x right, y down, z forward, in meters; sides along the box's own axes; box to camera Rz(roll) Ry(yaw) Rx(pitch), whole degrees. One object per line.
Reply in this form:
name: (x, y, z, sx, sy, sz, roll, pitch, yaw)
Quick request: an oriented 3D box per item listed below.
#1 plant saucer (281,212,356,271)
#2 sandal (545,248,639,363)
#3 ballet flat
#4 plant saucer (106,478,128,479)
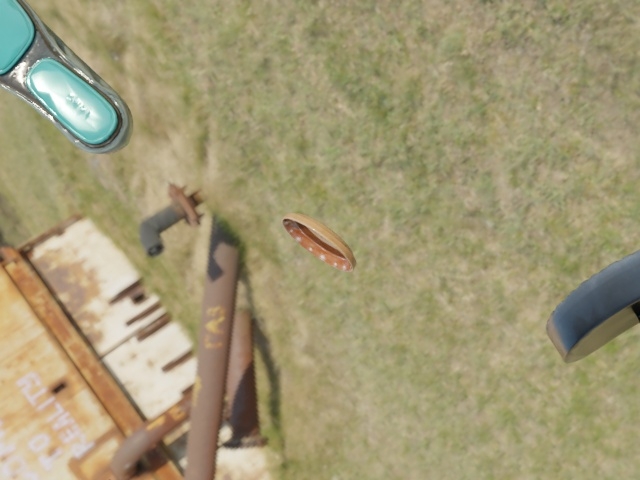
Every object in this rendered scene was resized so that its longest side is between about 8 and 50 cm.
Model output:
plant saucer: (0.000, 0.000, 0.872, 0.083, 0.013, 0.083, 35, 166, 10)
sandal: (0.207, 0.007, 0.378, 0.254, 0.097, 0.055, -28, 72, 33)
ballet flat: (-0.250, -0.153, 0.806, 0.213, 0.072, 0.068, 44, -179, -1)
plant saucer: (-0.069, 0.196, 0.448, 0.037, 0.195, 0.195, -44, 79, 26)
